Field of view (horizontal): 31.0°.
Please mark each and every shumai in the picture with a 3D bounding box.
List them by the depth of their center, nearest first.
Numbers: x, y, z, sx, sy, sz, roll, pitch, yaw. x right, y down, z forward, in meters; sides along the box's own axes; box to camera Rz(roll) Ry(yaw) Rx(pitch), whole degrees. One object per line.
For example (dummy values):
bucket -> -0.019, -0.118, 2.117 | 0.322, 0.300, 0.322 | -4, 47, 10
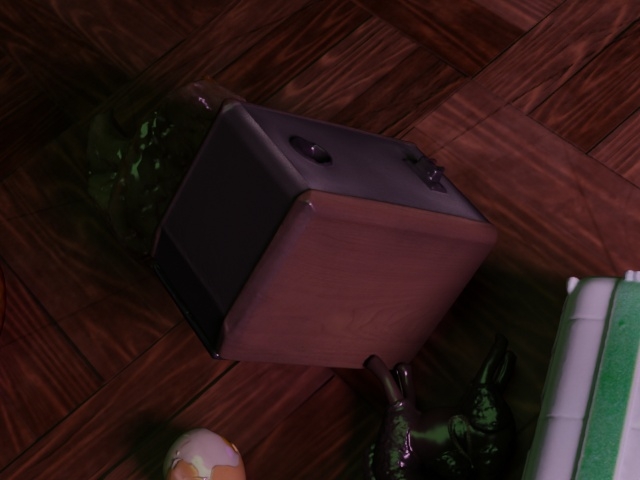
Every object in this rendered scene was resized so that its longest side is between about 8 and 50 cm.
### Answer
shumai -> -0.161, -0.069, 1.197 | 0.175, 0.166, 0.206 | 8, 54, 50

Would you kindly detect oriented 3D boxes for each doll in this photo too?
doll -> 0.102, 0.168, 0.978 | 0.139, 0.057, 0.165 | -7, 62, 12

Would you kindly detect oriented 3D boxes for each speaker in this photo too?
speaker -> 0.000, 0.000, 0.995 | 0.153, 0.231, 0.192 | 51, 120, 38

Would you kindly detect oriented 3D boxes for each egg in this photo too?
egg -> -0.099, 0.207, 1.007 | 0.071, 0.071, 0.083 | -38, 55, -10

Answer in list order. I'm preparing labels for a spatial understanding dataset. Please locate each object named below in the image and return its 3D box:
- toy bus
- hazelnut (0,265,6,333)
toy bus -> 0.221, 0.167, 0.866 | 0.133, 0.165, 0.276 | 6, 57, 24
hazelnut -> -0.426, 0.076, 1.146 | 0.229, 0.229, 0.229 | -9, 53, 12
